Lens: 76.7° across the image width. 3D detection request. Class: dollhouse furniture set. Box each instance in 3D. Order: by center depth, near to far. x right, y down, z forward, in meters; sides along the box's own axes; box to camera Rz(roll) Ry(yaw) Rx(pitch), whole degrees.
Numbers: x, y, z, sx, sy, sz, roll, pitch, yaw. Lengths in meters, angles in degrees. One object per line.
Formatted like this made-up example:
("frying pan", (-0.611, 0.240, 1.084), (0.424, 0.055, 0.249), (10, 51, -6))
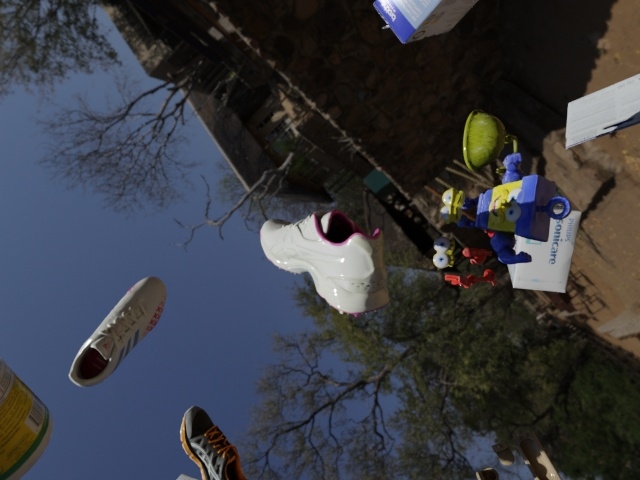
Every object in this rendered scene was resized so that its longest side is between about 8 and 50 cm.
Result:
("dollhouse furniture set", (0.435, 0.520, 0.894), (0.123, 0.151, 0.144), (39, -157, -50))

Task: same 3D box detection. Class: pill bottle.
("pill bottle", (-0.386, 0.164, 0.414), (0.117, 0.118, 0.208), (-109, 7, -56))

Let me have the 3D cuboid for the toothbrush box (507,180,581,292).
("toothbrush box", (0.582, -0.025, 1.095), (0.295, 0.126, 0.216), (-54, -35, -62))

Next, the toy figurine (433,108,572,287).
("toy figurine", (0.376, -0.077, 0.754), (0.191, 0.362, 0.217), (14, 175, -25))

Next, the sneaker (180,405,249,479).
("sneaker", (-0.218, 0.446, 0.853), (0.215, 0.083, 0.084), (60, -159, 9))

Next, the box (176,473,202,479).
("box", (-0.196, 0.428, 0.595), (0.102, 0.087, 0.101), (-37, -70, -49))

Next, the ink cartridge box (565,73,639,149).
("ink cartridge box", (0.716, -0.307, 0.968), (0.045, 0.223, 0.224), (48, -129, -22))

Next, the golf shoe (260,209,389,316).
("golf shoe", (0.000, 0.000, 0.672), (0.115, 0.140, 0.306), (-17, -150, -36))

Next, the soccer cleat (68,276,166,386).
("soccer cleat", (-0.530, 0.243, 1.080), (0.116, 0.331, 0.143), (33, 164, -6))

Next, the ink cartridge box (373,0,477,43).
("ink cartridge box", (0.325, -0.674, 1.035), (0.270, 0.395, 0.151), (-34, -94, -37))
